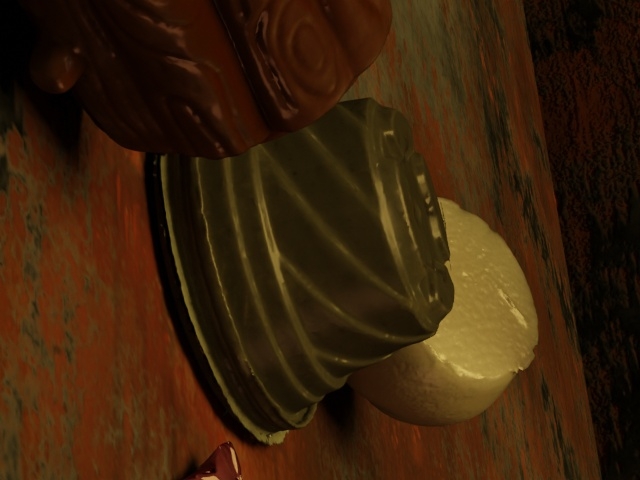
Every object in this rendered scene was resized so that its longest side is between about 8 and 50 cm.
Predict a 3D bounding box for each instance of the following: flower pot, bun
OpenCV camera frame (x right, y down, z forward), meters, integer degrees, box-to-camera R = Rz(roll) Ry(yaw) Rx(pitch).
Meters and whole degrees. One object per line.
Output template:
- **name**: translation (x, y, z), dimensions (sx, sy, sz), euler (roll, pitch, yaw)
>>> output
- **flower pot**: translation (0.000, 0.000, 1.211), dimensions (0.235, 0.140, 0.235), euler (-13, 90, -78)
- **bun**: translation (0.062, 0.057, 1.430), dimensions (0.173, 0.120, 0.173), euler (27, 45, -31)

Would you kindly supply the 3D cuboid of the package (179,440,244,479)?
- **package**: translation (-0.058, 0.147, 1.061), dimensions (0.083, 0.029, 0.059), euler (-28, 99, -67)

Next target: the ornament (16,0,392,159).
- **ornament**: translation (-0.067, -0.173, 0.982), dimensions (0.217, 0.221, 0.235), euler (65, 25, -50)
